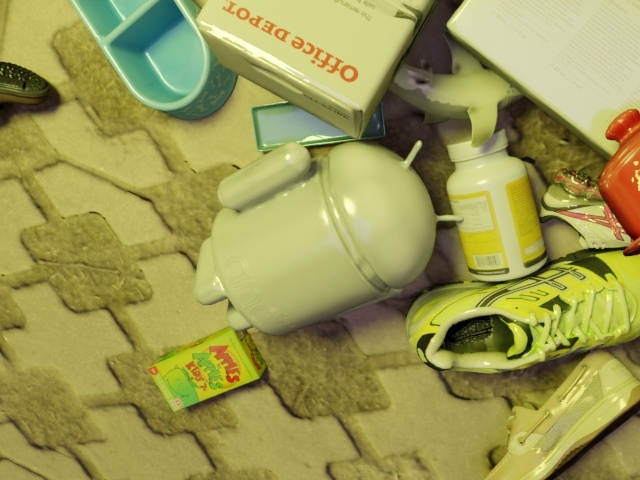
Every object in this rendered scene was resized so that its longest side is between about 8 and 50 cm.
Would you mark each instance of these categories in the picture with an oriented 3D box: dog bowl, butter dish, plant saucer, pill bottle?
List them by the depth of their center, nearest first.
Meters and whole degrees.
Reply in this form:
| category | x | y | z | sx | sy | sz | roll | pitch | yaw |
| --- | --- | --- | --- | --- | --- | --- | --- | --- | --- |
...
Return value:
| category | x | y | z | sx | sy | sz | roll | pitch | yaw |
| --- | --- | --- | --- | --- | --- | --- | --- | --- | --- |
| butter dish | 0.309 | -0.070 | 0.461 | 0.160 | 0.160 | 0.118 | -45 | 65 | 21 |
| pill bottle | 0.226 | -0.047 | 0.677 | 0.103 | 0.103 | 0.184 | -14 | 102 | 16 |
| dog bowl | -0.243 | -0.310 | 0.723 | 0.166 | 0.074 | 0.297 | -30 | 98 | 18 |
| plant saucer | -0.004 | -0.171 | 0.739 | 0.192 | 0.018 | 0.067 | -4 | 104 | 13 |

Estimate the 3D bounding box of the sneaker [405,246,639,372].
| category | x | y | z | sx | sy | sz | roll | pitch | yaw |
| --- | --- | --- | --- | --- | --- | --- | --- | --- | --- |
| sneaker | 0.305 | 0.109 | 0.680 | 0.384 | 0.147 | 0.145 | -17 | 99 | 14 |

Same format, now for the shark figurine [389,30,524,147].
| category | x | y | z | sx | sy | sz | roll | pitch | yaw |
| --- | --- | --- | --- | --- | --- | --- | --- | --- | --- |
| shark figurine | 0.131 | -0.197 | 0.663 | 0.278 | 0.116 | 0.166 | 20 | 75 | -2 |

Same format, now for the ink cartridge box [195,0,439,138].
| category | x | y | z | sx | sy | sz | roll | pitch | yaw |
| --- | --- | --- | --- | --- | --- | --- | --- | --- | --- |
| ink cartridge box | 0.024 | -0.280 | 0.560 | 0.197 | 0.114 | 0.273 | 30 | 87 | 5 |

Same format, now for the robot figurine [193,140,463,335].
| category | x | y | z | sx | sy | sz | roll | pitch | yaw |
| --- | --- | --- | --- | --- | --- | --- | --- | --- | --- |
| robot figurine | 0.000 | 0.000 | 0.686 | 0.353 | 0.200 | 0.300 | -26 | 134 | 20 |

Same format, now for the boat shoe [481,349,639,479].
| category | x | y | z | sx | sy | sz | roll | pitch | yaw |
| --- | --- | --- | --- | --- | --- | --- | --- | --- | --- |
| boat shoe | 0.330 | 0.283 | 0.757 | 0.302 | 0.109 | 0.098 | -52 | 50 | 20 |

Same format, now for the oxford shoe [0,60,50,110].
| category | x | y | z | sx | sy | sz | roll | pitch | yaw |
| --- | --- | --- | --- | --- | --- | --- | --- | --- | --- |
| oxford shoe | -0.528 | -0.230 | 0.817 | 0.227 | 0.083 | 0.096 | 8 | 126 | 11 |

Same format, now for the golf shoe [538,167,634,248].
| category | x | y | z | sx | sy | sz | roll | pitch | yaw |
| --- | --- | --- | --- | --- | --- | --- | --- | --- | --- |
| golf shoe | 0.378 | -0.021 | 0.662 | 0.186 | 0.067 | 0.086 | 31 | 117 | 23 |

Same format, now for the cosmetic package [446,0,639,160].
| category | x | y | z | sx | sy | sz | roll | pitch | yaw |
| --- | --- | --- | --- | --- | --- | --- | --- | --- | --- |
| cosmetic package | 0.367 | -0.221 | 0.521 | 0.377 | 0.097 | 0.284 | 40 | 111 | 4 |

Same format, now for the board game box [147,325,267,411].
| category | x | y | z | sx | sy | sz | roll | pitch | yaw |
| --- | --- | --- | --- | --- | --- | --- | --- | --- | --- |
| board game box | -0.193 | 0.215 | 0.876 | 0.181 | 0.043 | 0.092 | -25 | 98 | 18 |
